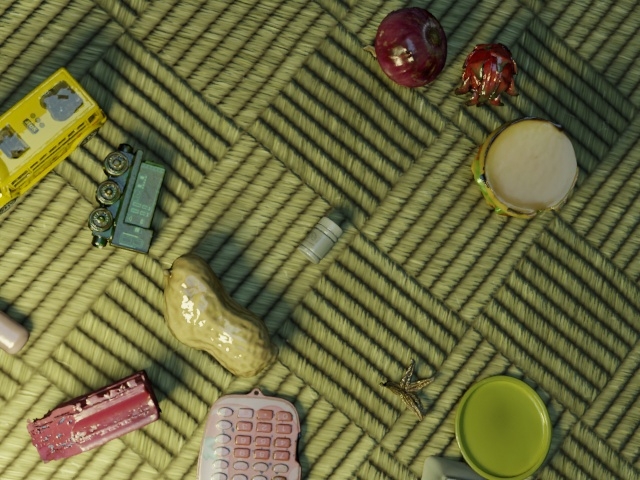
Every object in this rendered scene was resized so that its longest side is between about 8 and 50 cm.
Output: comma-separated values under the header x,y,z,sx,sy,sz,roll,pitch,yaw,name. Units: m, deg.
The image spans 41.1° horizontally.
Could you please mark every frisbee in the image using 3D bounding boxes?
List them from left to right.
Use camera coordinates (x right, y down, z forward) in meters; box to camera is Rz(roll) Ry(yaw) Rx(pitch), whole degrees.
x,y,z,sx,sy,sz,roll,pitch,yaw,name
0.404,0.416,1.887,0.236,0.017,0.235,4,76,-15,frisbee

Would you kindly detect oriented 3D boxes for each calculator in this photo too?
x,y,z,sx,sy,sz,roll,pitch,yaw,name
-0.148,0.476,1.794,0.220,0.048,0.329,7,82,-8,calculator

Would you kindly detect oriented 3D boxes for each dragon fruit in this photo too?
x,y,z,sx,sy,sz,roll,pitch,yaw,name
0.376,-0.374,1.918,0.121,0.130,0.142,-2,84,-43,dragon fruit

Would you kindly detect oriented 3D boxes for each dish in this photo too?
x,y,z,sx,sy,sz,roll,pitch,yaw,name
0.284,0.587,1.843,0.151,0.077,0.212,15,83,-8,dish

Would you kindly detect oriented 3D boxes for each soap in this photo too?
x,y,z,sx,sy,sz,roll,pitch,yaw,name
-0.450,0.346,1.694,0.250,0.162,0.099,-22,96,-9,soap

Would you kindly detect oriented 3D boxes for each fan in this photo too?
x,y,z,sx,sy,sz,roll,pitch,yaw,name
-0.693,0.139,1.707,0.244,0.074,0.130,36,80,-6,fan

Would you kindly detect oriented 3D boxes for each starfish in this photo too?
x,y,z,sx,sy,sz,roll,pitch,yaw,name
0.182,0.320,1.862,0.130,0.041,0.133,13,77,-17,starfish

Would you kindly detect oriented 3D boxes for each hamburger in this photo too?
x,y,z,sx,sy,sz,roll,pitch,yaw,name
0.450,-0.161,1.894,0.237,0.149,0.237,0,91,-3,hamburger

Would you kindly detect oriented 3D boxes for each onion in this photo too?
x,y,z,sx,sy,sz,roll,pitch,yaw,name
0.198,-0.423,1.871,0.177,0.153,0.177,7,70,-18,onion

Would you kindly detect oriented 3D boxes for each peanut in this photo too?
x,y,z,sx,sy,sz,roll,pitch,yaw,name
-0.223,0.165,1.759,0.159,0.143,0.291,-39,100,23,peanut

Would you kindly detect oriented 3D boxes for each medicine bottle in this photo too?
x,y,z,sx,sy,sz,roll,pitch,yaw,name
0.000,0.000,1.846,0.058,0.058,0.091,40,80,-5,medicine bottle

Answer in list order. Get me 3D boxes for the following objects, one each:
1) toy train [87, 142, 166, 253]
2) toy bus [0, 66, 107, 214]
x,y,z,sx,sy,sz,roll,pitch,yaw,name
-0.399,-0.084,1.772,0.137,0.090,0.225,16,83,-15,toy train
-0.596,-0.193,1.710,0.330,0.152,0.144,-43,95,-10,toy bus
